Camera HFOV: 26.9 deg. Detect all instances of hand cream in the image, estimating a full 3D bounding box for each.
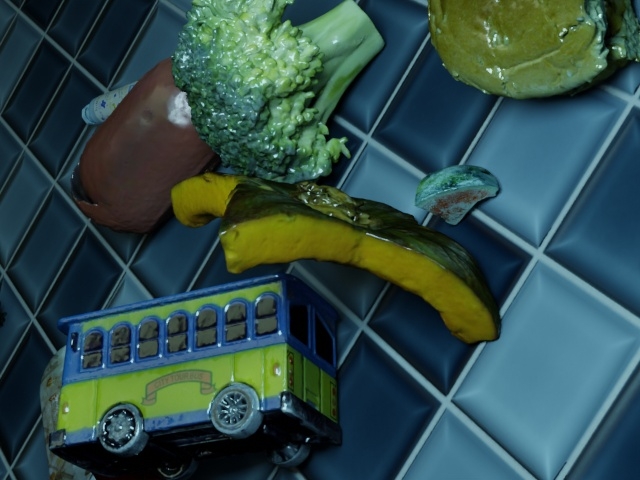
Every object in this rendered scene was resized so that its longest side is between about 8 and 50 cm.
[{"bbox_3d":[-0.291,-0.203,1.979,0.170,0.043,0.065,-12,66,43],"label":"hand cream"}]

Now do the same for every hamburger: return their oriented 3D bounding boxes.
[{"bbox_3d":[0.202,-0.267,1.324,0.211,0.132,0.309,-24,53,39],"label":"hamburger"}]

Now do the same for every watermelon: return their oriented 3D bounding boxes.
[{"bbox_3d":[0.141,-0.043,1.347,0.085,0.085,0.061,32,135,54],"label":"watermelon"}]

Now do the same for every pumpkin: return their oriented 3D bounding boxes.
[{"bbox_3d":[0.012,-0.003,1.327,0.258,0.290,0.095,-132,58,-69],"label":"pumpkin"}]

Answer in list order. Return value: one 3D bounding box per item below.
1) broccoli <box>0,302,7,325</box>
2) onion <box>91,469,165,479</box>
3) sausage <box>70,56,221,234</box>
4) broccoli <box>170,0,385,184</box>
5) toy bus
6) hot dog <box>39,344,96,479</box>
[{"bbox_3d":[-0.546,0.070,2.103,0.118,0.122,0.204,-29,33,19],"label":"broccoli"},{"bbox_3d":[-0.209,0.240,1.548,0.131,0.131,0.131,-29,49,39],"label":"onion"},{"bbox_3d":[-0.214,-0.119,1.736,0.279,0.152,0.152,-44,40,26],"label":"sausage"},{"bbox_3d":[-0.046,-0.198,1.558,0.243,0.263,0.247,-35,3,-7],"label":"broccoli"},{"bbox_3d":[-0.131,0.148,1.401,0.287,0.138,0.175,-12,63,22],"label":"toy bus"},{"bbox_3d":[-0.290,0.234,1.688,0.144,0.075,0.268,-39,39,24],"label":"hot dog"}]
